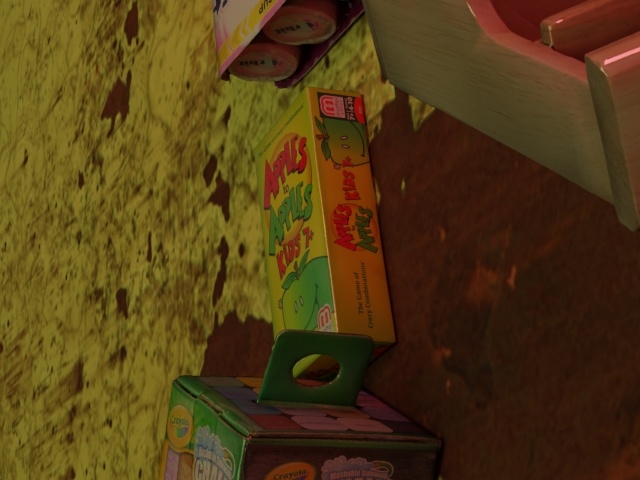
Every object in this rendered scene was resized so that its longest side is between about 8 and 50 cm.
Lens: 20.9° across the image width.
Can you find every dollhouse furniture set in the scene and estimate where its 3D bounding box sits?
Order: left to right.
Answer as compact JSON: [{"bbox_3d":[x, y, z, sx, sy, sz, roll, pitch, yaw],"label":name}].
[{"bbox_3d":[0.091,-0.241,0.665,0.256,0.362,0.394,39,148,62],"label":"dollhouse furniture set"}]

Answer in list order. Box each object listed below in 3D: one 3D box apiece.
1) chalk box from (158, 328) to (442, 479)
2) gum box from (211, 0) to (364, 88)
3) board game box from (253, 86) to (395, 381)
[{"bbox_3d":[-0.019,0.156,1.063,0.132,0.132,0.213,25,107,63],"label":"chalk box"},{"bbox_3d":[-0.018,-0.192,1.202,0.188,0.062,0.107,140,130,-57],"label":"gum box"},{"bbox_3d":[0.000,0.000,1.153,0.092,0.043,0.181,134,134,-54],"label":"board game box"}]
